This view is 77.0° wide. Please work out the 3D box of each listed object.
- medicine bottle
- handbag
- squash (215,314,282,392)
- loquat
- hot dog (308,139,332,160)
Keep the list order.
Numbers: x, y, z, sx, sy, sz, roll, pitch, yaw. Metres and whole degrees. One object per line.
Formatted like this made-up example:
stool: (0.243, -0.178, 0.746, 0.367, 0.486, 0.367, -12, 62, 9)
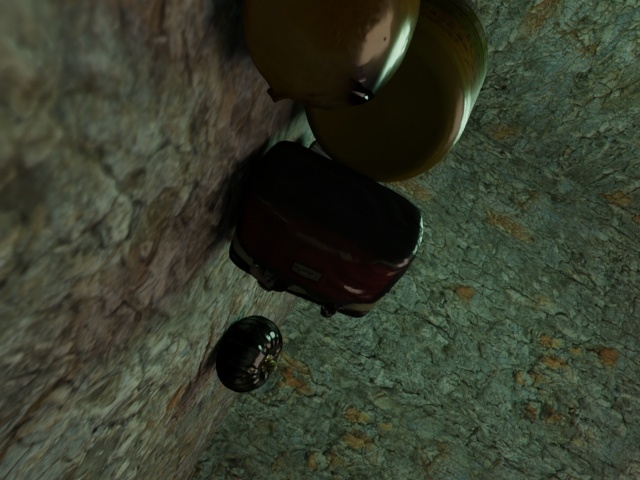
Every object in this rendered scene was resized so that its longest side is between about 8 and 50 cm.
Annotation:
medicine bottle: (0.146, -0.273, 0.646, 0.384, 0.224, 0.224, -56, 173, -45)
handbag: (0.000, 0.000, 0.577, 0.181, 0.254, 0.181, 118, -6, -46)
squash: (-0.179, 0.290, 1.031, 0.193, 0.155, 0.194, 5, 90, -87)
loquat: (0.008, -0.182, 0.325, 0.163, 0.137, 0.163, -42, 152, -28)
hot dog: (-0.026, -0.098, 0.783, 0.144, 0.075, 0.268, -53, 176, -18)
